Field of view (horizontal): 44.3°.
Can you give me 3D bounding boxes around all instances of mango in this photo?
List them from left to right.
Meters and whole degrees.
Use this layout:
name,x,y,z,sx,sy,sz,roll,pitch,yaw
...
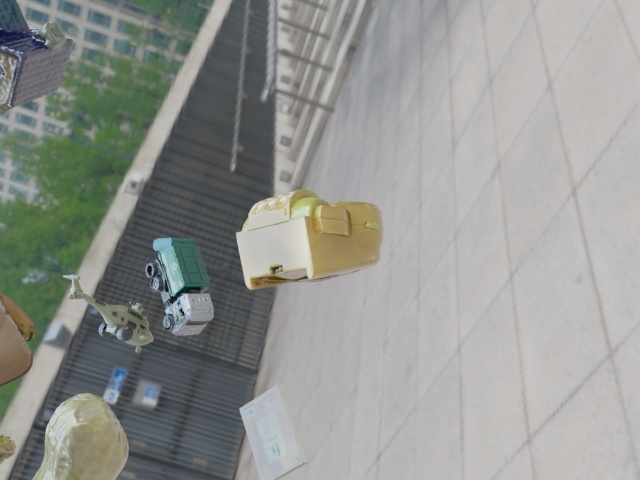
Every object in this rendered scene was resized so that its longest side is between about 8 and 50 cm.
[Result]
name,x,y,z,sx,sy,sz,roll,pitch,yaw
mango,-0.579,0.144,1.451,0.063,0.127,0.077,-49,0,-15

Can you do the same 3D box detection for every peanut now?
name,x,y,z,sx,sy,sz,roll,pitch,yaw
peanut,-0.345,0.339,1.116,0.123,0.123,0.257,-103,30,-76

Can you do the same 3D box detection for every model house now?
name,x,y,z,sx,sy,sz,roll,pitch,yaw
model house,-0.698,-0.429,1.661,0.312,0.280,0.245,67,-159,-12

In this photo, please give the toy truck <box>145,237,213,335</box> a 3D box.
name,x,y,z,sx,sy,sz,roll,pitch,yaw
toy truck,-0.348,0.105,1.966,0.124,0.114,0.253,-42,60,36

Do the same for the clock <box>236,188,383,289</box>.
name,x,y,z,sx,sy,sz,roll,pitch,yaw
clock,0.000,0.000,1.743,0.244,0.317,0.200,-8,84,41

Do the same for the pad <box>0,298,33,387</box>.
name,x,y,z,sx,sy,sz,roll,pitch,yaw
pad,-0.662,0.161,1.296,0.286,0.284,0.018,-26,-23,-34

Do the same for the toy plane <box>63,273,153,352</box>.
name,x,y,z,sx,sy,sz,roll,pitch,yaw
toy plane,-0.494,0.171,1.862,0.092,0.286,0.108,5,65,41

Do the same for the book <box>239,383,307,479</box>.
name,x,y,z,sx,sy,sz,roll,pitch,yaw
book,-0.098,0.394,1.592,0.118,0.012,0.172,-36,59,25

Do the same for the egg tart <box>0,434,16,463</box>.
name,x,y,z,sx,sy,sz,roll,pitch,yaw
egg tart,-0.589,0.356,1.204,0.241,0.241,0.106,131,131,-71
